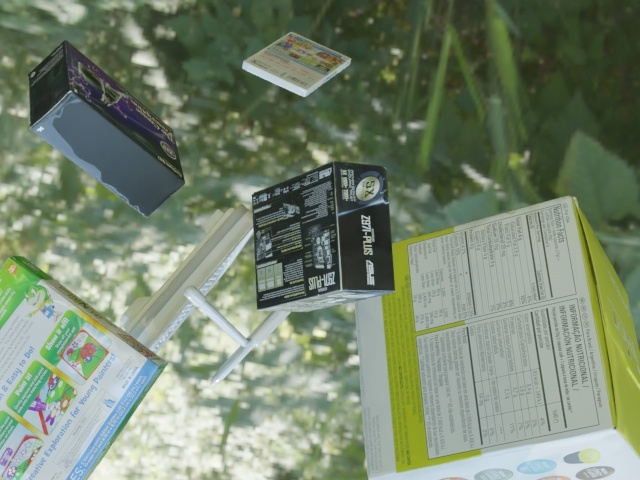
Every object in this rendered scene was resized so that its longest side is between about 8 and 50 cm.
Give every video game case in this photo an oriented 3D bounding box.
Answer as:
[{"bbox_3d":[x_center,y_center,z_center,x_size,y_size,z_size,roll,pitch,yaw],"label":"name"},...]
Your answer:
[{"bbox_3d":[-0.027,-0.212,1.403,0.087,0.011,0.122,26,-144,15],"label":"video game case"}]

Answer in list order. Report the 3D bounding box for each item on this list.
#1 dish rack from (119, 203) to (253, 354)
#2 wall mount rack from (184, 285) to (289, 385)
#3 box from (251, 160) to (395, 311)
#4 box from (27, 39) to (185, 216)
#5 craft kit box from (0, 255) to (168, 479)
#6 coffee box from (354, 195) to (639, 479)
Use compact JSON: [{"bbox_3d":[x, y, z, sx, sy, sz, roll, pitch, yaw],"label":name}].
[{"bbox_3d":[-0.231,0.088,1.878,0.072,0.333,0.285,39,150,0],"label":"dish rack"},{"bbox_3d":[-0.076,0.047,1.698,0.130,0.350,0.304,43,173,-1],"label":"wall mount rack"},{"bbox_3d":[0.000,0.000,1.364,0.077,0.148,0.180,4,167,-34],"label":"box"},{"bbox_3d":[-0.360,-0.187,1.972,0.103,0.184,0.261,-38,127,17],"label":"box"},{"bbox_3d":[-0.366,0.190,1.516,0.246,0.250,0.061,35,-176,5],"label":"craft kit box"},{"bbox_3d":[0.267,0.193,1.644,0.334,0.338,0.337,-16,147,21],"label":"coffee box"}]
